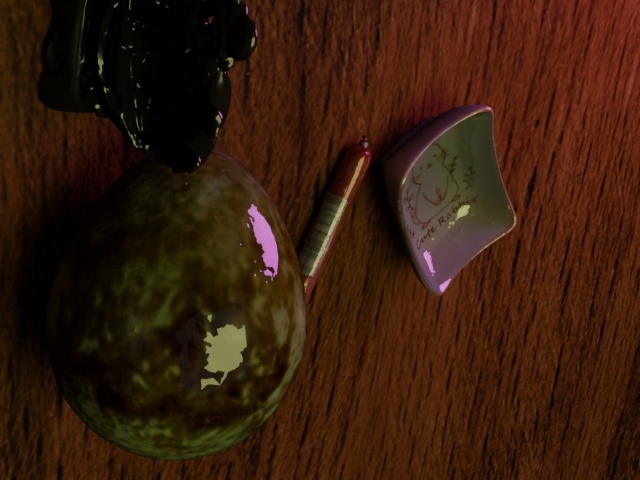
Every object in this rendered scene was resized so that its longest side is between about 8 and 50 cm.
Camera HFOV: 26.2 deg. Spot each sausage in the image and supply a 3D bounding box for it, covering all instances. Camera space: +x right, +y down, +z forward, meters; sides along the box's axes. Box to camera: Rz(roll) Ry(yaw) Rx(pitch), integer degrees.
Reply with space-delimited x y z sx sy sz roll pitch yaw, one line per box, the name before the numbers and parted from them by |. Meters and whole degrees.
sausage | 0.000 0.000 1.516 0.034 0.034 0.253 12 107 -50

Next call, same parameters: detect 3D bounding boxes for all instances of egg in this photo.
egg | -0.128 0.057 1.255 0.238 0.238 0.289 -3 107 -46

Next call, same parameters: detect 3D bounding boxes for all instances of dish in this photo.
dish | 0.138 -0.055 1.591 0.151 0.077 0.212 -40 139 -17

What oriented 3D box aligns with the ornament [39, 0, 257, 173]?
ornament | -0.116 -0.166 1.098 0.106 0.260 0.251 -9 124 -37
